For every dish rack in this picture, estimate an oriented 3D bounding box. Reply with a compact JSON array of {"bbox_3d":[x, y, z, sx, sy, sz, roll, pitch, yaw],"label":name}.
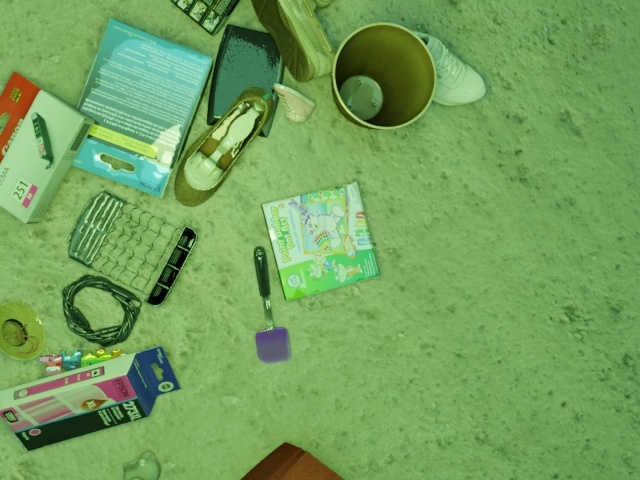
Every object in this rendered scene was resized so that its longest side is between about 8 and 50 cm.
[{"bbox_3d":[-0.452,0.011,1.687,0.272,0.074,0.208,28,85,-8],"label":"dish rack"}]

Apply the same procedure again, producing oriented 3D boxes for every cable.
[{"bbox_3d":[-0.529,0.166,1.693,0.185,0.047,0.150,27,90,-11],"label":"cable"}]

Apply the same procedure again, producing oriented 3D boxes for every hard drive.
[{"bbox_3d":[-0.178,-0.394,1.744,0.172,0.054,0.254,12,88,-9],"label":"hard drive"}]

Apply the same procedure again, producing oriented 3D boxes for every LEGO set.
[{"bbox_3d":[-0.533,0.308,1.669,0.227,0.087,0.093,2,92,-16],"label":"LEGO set"}]

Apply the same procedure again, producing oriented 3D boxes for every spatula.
[{"bbox_3d":[-0.133,0.161,1.761,0.084,0.030,0.296,-9,91,-7],"label":"spatula"}]

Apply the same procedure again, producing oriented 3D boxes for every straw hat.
[{"bbox_3d":[-0.713,0.217,1.644,0.061,0.144,0.144,-25,95,31],"label":"straw hat"}]

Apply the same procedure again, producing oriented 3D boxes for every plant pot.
[{"bbox_3d":[0.122,-0.361,1.694,0.237,0.254,0.237,0,89,-10],"label":"plant pot"},{"bbox_3d":[-0.062,0.627,1.669,0.267,0.267,0.235,38,72,-8],"label":"plant pot"}]

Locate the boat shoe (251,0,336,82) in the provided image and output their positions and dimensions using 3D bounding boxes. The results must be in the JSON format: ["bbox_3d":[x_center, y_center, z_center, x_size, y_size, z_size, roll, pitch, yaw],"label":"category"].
[{"bbox_3d":[-0.070,-0.542,1.705,0.110,0.122,0.341,-24,89,-31],"label":"boat shoe"}]

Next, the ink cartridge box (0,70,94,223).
[{"bbox_3d":[-0.673,-0.214,1.598,0.239,0.060,0.275,32,97,8],"label":"ink cartridge box"}]

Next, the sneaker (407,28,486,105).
[{"bbox_3d":[0.284,-0.430,1.774,0.305,0.152,0.114,23,84,-10],"label":"sneaker"}]

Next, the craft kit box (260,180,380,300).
[{"bbox_3d":[0.000,0.000,1.774,0.247,0.061,0.249,-15,92,-7],"label":"craft kit box"}]

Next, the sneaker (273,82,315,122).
[{"bbox_3d":[-0.073,-0.331,1.742,0.134,0.051,0.070,24,96,-47],"label":"sneaker"}]

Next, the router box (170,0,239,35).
[{"bbox_3d":[-0.255,-0.599,1.690,0.133,0.046,0.179,39,120,-8],"label":"router box"}]

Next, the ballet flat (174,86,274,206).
[{"bbox_3d":[-0.229,-0.214,1.665,0.116,0.124,0.342,41,96,-14],"label":"ballet flat"}]

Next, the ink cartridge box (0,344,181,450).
[{"bbox_3d":[-0.517,0.361,1.624,0.371,0.069,0.175,-17,134,-8],"label":"ink cartridge box"}]

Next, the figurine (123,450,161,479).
[{"bbox_3d":[-0.409,0.612,1.622,0.092,0.209,0.214,-5,90,-10],"label":"figurine"}]

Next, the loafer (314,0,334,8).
[{"bbox_3d":[-0.063,-0.666,1.749,0.102,0.092,0.268,-35,79,-21],"label":"loafer"}]

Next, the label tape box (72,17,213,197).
[{"bbox_3d":[-0.426,-0.305,1.675,0.249,0.115,0.347,20,92,-9],"label":"label tape box"}]
